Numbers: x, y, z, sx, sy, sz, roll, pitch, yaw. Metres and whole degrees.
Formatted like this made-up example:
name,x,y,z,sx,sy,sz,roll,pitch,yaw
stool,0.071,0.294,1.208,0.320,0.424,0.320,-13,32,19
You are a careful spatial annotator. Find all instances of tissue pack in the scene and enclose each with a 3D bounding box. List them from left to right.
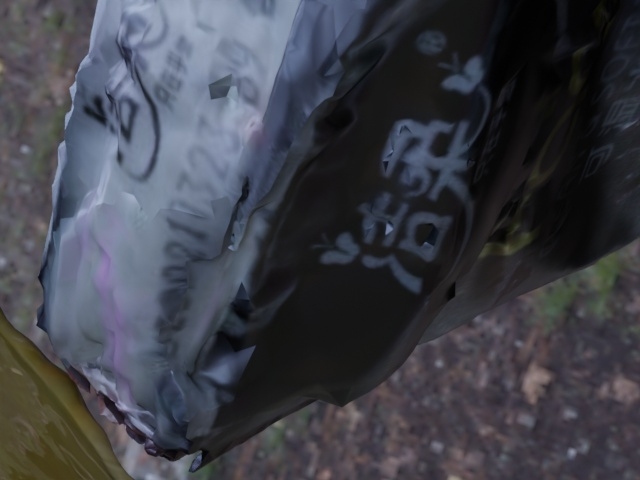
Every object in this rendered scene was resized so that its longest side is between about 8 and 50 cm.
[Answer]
name,x,y,z,sx,sy,sz,roll,pitch,yaw
tissue pack,0.066,-0.071,0.590,0.123,0.332,0.245,36,128,29

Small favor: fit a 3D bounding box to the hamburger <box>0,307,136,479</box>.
name,x,y,z,sx,sy,sz,roll,pitch,yaw
hamburger,-0.182,0.099,0.550,0.186,0.261,0.303,-37,49,4
